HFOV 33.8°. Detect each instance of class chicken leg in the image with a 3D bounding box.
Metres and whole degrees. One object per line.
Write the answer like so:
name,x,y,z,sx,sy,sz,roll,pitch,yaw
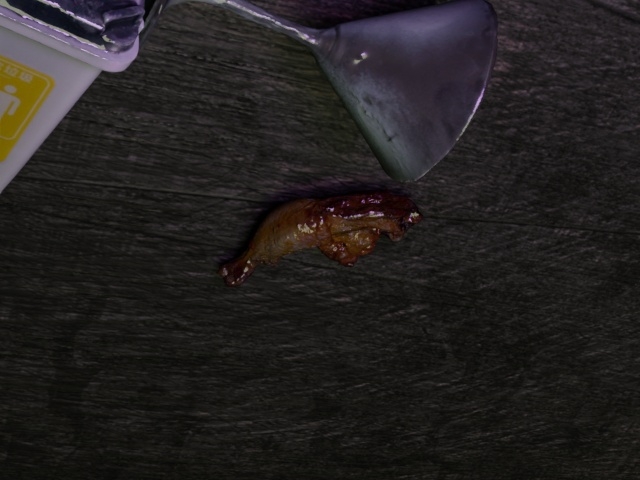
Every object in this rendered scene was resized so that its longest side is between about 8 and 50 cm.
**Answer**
chicken leg,-0.002,-0.007,1.620,0.323,0.083,0.177,-9,145,-12

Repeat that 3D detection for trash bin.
trash bin,-0.374,-0.253,1.221,0.256,0.296,0.367,20,135,-28

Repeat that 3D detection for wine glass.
wine glass,-0.020,-0.252,1.303,0.406,0.267,0.267,18,122,-22
